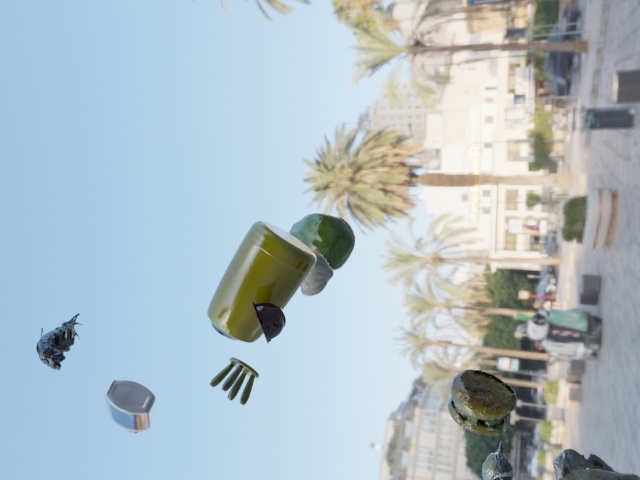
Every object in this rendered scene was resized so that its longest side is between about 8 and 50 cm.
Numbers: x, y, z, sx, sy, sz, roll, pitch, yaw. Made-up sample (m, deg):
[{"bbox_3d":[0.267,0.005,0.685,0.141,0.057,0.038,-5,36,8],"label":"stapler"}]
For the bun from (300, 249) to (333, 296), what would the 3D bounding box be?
[{"bbox_3d":[-0.009,0.095,1.749,0.138,0.094,0.138,1,-90,-88],"label":"bun"}]

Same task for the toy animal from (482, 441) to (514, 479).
[{"bbox_3d":[0.568,0.707,1.884,0.137,0.098,0.098,-52,-34,-19],"label":"toy animal"}]

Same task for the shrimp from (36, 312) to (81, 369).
[{"bbox_3d":[-0.522,0.193,1.196,0.082,0.076,0.174,-57,14,5],"label":"shrimp"}]

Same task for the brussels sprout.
[{"bbox_3d":[0.000,0.000,2.176,0.220,0.271,0.210,16,-83,-44],"label":"brussels sprout"}]

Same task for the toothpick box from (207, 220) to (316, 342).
[{"bbox_3d":[-0.147,0.105,1.417,0.271,0.175,0.175,-57,-21,7],"label":"toothpick box"}]

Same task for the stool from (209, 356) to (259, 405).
[{"bbox_3d":[-0.267,0.443,1.902,0.110,0.135,0.134,-56,-16,-22],"label":"stool"}]

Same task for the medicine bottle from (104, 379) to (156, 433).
[{"bbox_3d":[-0.477,0.428,1.524,0.219,0.115,0.078,111,178,-54],"label":"medicine bottle"}]

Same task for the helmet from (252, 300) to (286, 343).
[{"bbox_3d":[-0.104,0.168,1.292,0.111,0.057,0.089,79,172,-52],"label":"helmet"}]

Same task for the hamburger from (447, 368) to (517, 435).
[{"bbox_3d":[0.431,0.425,1.581,0.177,0.185,0.113,3,-66,-27],"label":"hamburger"}]

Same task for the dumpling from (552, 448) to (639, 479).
[{"bbox_3d":[0.508,0.458,0.948,0.166,0.086,0.332,-26,-96,-30],"label":"dumpling"}]
